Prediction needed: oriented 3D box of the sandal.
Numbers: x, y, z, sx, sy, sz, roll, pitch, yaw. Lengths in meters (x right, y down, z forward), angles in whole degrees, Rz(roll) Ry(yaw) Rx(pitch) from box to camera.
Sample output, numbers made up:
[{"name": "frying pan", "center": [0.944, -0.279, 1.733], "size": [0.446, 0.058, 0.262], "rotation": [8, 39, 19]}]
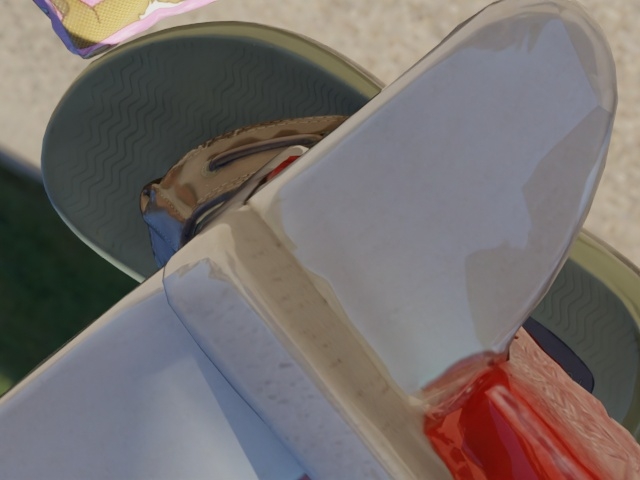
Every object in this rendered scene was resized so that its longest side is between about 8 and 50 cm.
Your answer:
[{"name": "sandal", "center": [0.001, -0.001, 0.732], "size": [0.303, 0.120, 0.086], "rotation": [28, -164, 36]}]

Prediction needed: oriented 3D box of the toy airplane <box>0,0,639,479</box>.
[{"name": "toy airplane", "center": [0.093, 0.129, 0.499], "size": [0.386, 0.384, 0.272], "rotation": [7, 178, 22]}]

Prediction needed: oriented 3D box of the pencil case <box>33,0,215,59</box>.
[{"name": "pencil case", "center": [0.016, -0.226, 0.886], "size": [0.167, 0.386, 0.160], "rotation": [-114, -2, -58]}]
